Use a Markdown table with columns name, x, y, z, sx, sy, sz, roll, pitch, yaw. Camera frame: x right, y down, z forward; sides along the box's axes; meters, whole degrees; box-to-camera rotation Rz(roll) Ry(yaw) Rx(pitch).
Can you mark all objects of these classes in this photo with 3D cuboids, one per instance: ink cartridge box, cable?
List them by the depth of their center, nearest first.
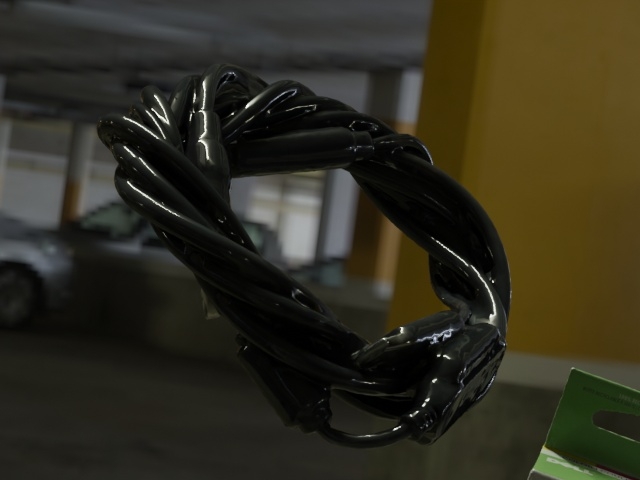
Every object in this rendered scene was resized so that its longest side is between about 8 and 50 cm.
| name | x | y | z | sx | sy | sz | roll | pitch | yaw |
| --- | --- | --- | --- | --- | --- | --- | --- | --- | --- |
| cable | 0.000 | 0.000 | 0.646 | 0.150 | 0.047 | 0.184 | 41 | 25 | 6 |
| ink cartridge box | 0.171 | 0.198 | 1.204 | 0.109 | 0.209 | 0.062 | 19 | 10 | 10 |
